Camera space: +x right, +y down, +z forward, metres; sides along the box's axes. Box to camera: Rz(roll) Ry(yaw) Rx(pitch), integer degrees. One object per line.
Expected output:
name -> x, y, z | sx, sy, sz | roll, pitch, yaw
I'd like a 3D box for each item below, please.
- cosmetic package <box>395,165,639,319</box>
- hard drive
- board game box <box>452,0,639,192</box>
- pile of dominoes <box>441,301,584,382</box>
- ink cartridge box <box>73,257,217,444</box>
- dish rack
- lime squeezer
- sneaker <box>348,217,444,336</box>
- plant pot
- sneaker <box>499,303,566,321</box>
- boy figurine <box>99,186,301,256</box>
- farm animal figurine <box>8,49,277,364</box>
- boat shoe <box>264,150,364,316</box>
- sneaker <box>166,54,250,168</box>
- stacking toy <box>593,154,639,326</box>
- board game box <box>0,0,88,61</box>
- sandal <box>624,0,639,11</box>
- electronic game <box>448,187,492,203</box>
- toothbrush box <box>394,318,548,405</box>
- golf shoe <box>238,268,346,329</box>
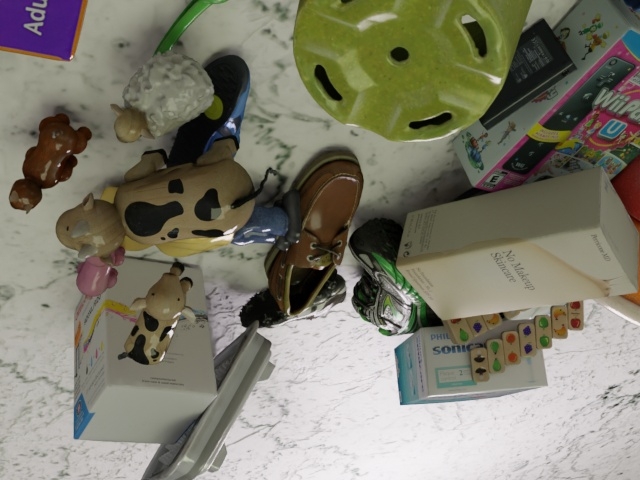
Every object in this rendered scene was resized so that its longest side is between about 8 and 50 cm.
cosmetic package -> 0.286, 0.014, 1.133 | 0.309, 0.113, 0.160 | -13, 135, 37
hard drive -> 0.255, -0.217, 1.009 | 0.135, 0.094, 0.022 | -34, 139, 23
board game box -> 0.374, -0.184, 1.099 | 0.224, 0.097, 0.303 | 10, 136, -32
pile of dominoes -> 0.331, 0.107, 1.302 | 0.251, 0.196, 0.040 | -25, 179, -8
ink cartridge box -> -0.280, 0.170, 1.198 | 0.168, 0.233, 0.171 | 11, 136, -29
dish rack -> -0.187, 0.299, 1.316 | 0.072, 0.285, 0.333 | 34, 150, -9
lime squeezer -> -0.137, -0.309, 0.792 | 0.110, 0.059, 0.310 | 15, 145, 9
sneaker -> 0.115, 0.087, 1.321 | 0.146, 0.134, 0.343 | -22, 144, 9
plant pot -> 0.089, -0.238, 0.709 | 0.276, 0.254, 0.276 | 10, 141, 8
sneaker -> 0.410, 0.109, 1.494 | 0.091, 0.094, 0.258 | 15, 135, -43
boy figurine -> -0.177, -0.025, 1.099 | 0.285, 0.092, 0.177 | 1, 168, -17
farm animal figurine -> -0.208, -0.012, 0.915 | 0.326, 0.172, 0.330 | -25, 112, 17
boat shoe -> 0.000, 0.000, 1.188 | 0.110, 0.104, 0.307 | 0, 141, -21
sneaker -> -0.133, -0.149, 0.992 | 0.082, 0.069, 0.209 | -29, 153, -53
stacking toy -> 0.597, -0.114, 1.159 | 0.350, 0.350, 0.480 | 1, 124, -22
board game box -> -0.279, -0.370, 0.386 | 0.356, 0.356, 0.356 | 6, 139, -26
sandal -> 0.314, -0.331, 0.867 | 0.317, 0.126, 0.138 | 2, 144, -21
electronic game -> 0.272, -0.024, 1.307 | 0.229, 0.048, 0.229 | -17, 147, -11
toothbrush box -> 0.271, 0.236, 1.456 | 0.216, 0.126, 0.295 | -4, 164, -6
golf shoe -> -0.043, 0.119, 1.352 | 0.198, 0.077, 0.094 | -21, 144, 8
